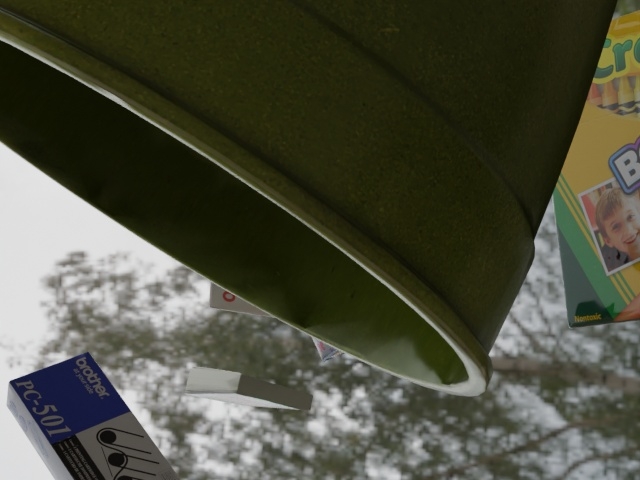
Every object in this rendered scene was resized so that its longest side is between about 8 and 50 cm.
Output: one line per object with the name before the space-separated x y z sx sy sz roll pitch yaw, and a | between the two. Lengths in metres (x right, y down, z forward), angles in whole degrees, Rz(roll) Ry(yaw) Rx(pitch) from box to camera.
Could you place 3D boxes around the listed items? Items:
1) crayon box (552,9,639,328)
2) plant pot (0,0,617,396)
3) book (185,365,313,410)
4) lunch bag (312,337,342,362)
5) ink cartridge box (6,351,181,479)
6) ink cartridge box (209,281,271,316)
crayon box | 0.398 -0.087 1.217 0.106 0.363 0.313 -2 -97 -41
plant pot | 0.014 -0.160 0.656 0.366 0.366 0.353 40 -103 -40
book | -0.085 0.176 1.424 0.096 0.144 0.035 19 -104 -26
lunch bag | 0.025 0.108 1.568 0.053 0.083 0.071 -19 -106 -36
ink cartridge box | -0.234 0.215 1.263 0.097 0.207 0.046 -20 -37 -34
ink cartridge box | 0.000 0.000 1.149 0.086 0.203 0.148 -80 -4 -54
